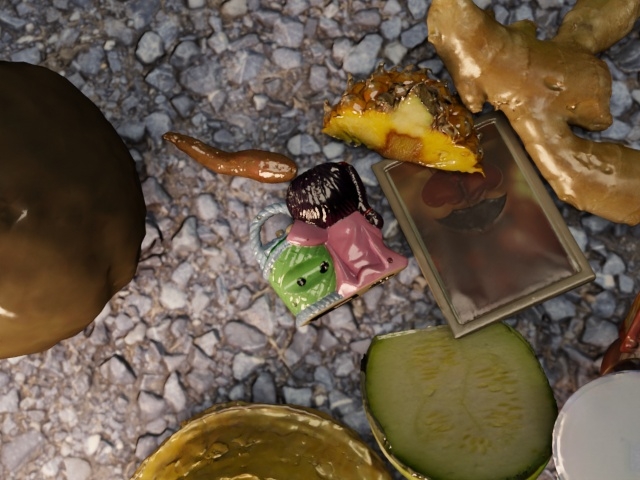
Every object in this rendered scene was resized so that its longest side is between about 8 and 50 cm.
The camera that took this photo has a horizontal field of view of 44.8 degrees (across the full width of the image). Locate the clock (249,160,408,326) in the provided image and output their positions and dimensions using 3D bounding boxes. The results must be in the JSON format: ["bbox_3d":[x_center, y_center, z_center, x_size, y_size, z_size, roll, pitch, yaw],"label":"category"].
[{"bbox_3d":[0.000,0.000,1.115,0.194,0.100,0.195,-28,81,2],"label":"clock"}]

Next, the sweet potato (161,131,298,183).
[{"bbox_3d":[-0.135,-0.123,1.165,0.214,0.050,0.050,14,85,9],"label":"sweet potato"}]

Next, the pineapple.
[{"bbox_3d":[0.127,-0.207,1.097,0.250,0.164,0.139,15,66,19],"label":"pineapple"}]

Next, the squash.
[{"bbox_3d":[0.168,0.208,0.971,0.234,0.309,0.210,-8,83,4],"label":"squash"}]

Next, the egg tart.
[{"bbox_3d":[-0.083,0.431,1.031,0.443,0.178,0.443,-1,82,6],"label":"egg tart"}]

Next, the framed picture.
[{"bbox_3d":[0.225,-0.029,1.110,0.211,0.020,0.289,-24,70,2],"label":"framed picture"}]

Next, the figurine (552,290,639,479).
[{"bbox_3d":[0.444,0.180,0.931,0.248,0.388,0.276,6,101,27],"label":"figurine"}]

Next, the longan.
[{"bbox_3d":[-0.449,-0.054,1.005,0.436,0.404,0.404,27,86,9],"label":"longan"}]

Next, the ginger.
[{"bbox_3d":[0.315,-0.197,1.089,0.348,0.122,0.363,-2,90,-10],"label":"ginger"}]
